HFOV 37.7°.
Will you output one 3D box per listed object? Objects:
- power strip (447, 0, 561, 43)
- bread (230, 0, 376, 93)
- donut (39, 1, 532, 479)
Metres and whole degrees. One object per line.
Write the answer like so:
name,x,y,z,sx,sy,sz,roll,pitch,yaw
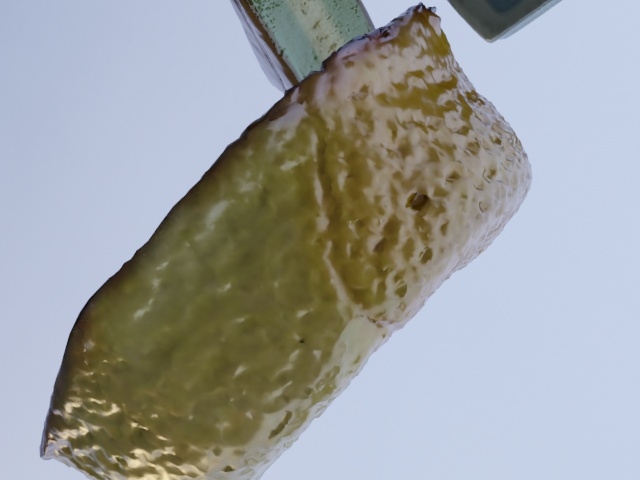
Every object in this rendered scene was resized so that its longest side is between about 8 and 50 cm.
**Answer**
power strip,0.153,-0.190,0.442,0.272,0.078,0.052,-32,-164,37
bread,-0.027,-0.167,0.630,0.074,0.139,0.084,-40,-147,-5
donut,-0.003,0.002,0.373,0.259,0.101,0.152,-42,171,-20
